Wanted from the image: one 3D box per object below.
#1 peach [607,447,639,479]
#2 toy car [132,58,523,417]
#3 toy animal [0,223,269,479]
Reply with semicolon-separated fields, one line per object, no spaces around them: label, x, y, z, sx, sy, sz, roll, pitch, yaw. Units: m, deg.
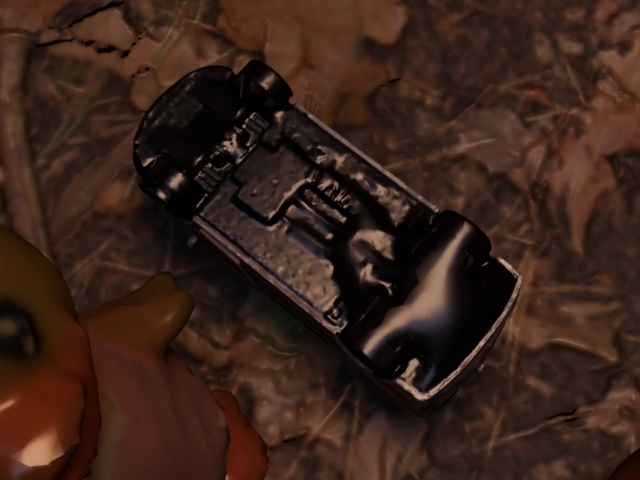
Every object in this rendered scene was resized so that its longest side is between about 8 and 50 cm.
peach;0.183;0.163;0.622;0.118;0.151;0.151;-2;69;-49
toy car;0.000;0.000;0.658;0.210;0.108;0.089;37;79;12
toy animal;-0.141;0.075;0.555;0.169;0.281;0.195;22;76;25
